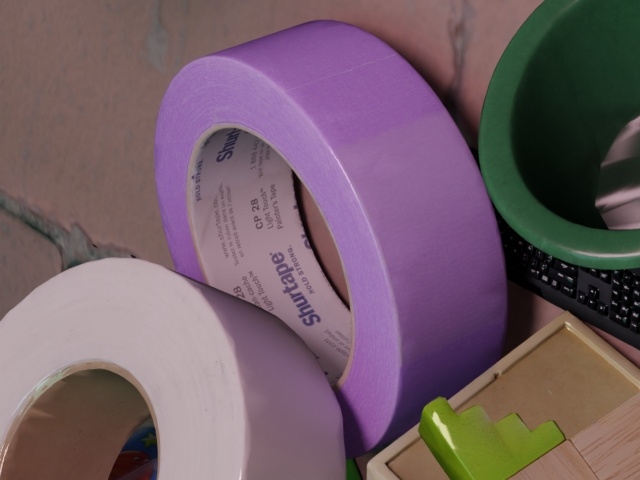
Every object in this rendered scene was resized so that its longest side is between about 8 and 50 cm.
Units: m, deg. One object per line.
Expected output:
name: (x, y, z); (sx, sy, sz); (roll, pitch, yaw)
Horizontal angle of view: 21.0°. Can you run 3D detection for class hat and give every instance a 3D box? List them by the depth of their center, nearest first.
hat: (0.196, -0.026, 0.953); (0.173, 0.183, 0.208); (15, 76, 33)

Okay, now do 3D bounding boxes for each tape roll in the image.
tape roll: (-0.123, 0.159, 1.081); (0.286, 0.100, 0.286); (-16, 63, 35)
tape roll: (0.000, 0.000, 1.123); (0.275, 0.090, 0.274); (38, 139, 43)

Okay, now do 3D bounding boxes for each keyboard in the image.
keyboard: (0.126, -0.006, 1.040); (0.192, 0.038, 0.100); (29, 128, 38)

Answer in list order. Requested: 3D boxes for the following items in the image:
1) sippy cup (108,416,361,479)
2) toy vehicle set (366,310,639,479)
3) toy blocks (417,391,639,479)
sippy cup: (-0.117, 0.226, 1.298); (0.305, 0.224, 0.240); (36, 133, 33)
toy vehicle set: (0.174, 0.170, 0.963); (0.267, 0.166, 0.035); (42, 153, 30)
toy blocks: (0.258, 0.174, 0.793); (0.381, 0.261, 0.190); (55, 169, 17)
